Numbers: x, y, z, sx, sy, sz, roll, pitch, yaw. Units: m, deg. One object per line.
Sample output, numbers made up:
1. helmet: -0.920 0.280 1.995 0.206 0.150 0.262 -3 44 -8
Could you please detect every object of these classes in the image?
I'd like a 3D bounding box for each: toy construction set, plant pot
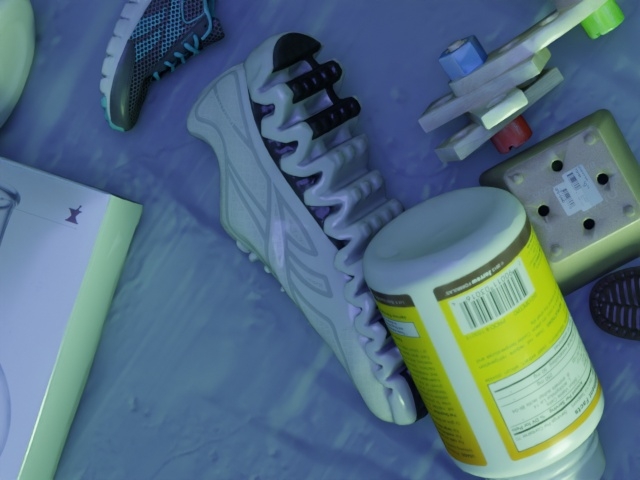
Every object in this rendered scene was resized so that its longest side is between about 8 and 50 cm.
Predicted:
1. toy construction set: 0.106 -0.221 1.293 0.151 0.215 0.328 2 126 46
2. plant pot: 0.178 -0.028 1.328 0.109 0.096 0.109 -28 82 7

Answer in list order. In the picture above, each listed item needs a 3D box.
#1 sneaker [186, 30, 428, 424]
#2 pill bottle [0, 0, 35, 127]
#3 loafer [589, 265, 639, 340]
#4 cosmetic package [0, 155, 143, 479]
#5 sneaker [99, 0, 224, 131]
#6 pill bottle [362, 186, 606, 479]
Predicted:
1. sneaker: 0.000 0.000 1.363 0.118 0.110 0.292 -24 89 33
2. pill bottle: -0.333 -0.159 1.408 0.216 0.121 0.121 18 89 11
3. loafer: 0.264 0.044 1.335 0.148 0.050 0.056 -3 82 25
4. cosmetic package: -0.357 0.046 1.413 0.377 0.097 0.284 18 87 10
5. sneaker: -0.111 -0.155 1.403 0.076 0.065 0.166 21 91 6
6. pill bottle: 0.120 0.079 1.290 0.117 0.117 0.215 -23 112 7
